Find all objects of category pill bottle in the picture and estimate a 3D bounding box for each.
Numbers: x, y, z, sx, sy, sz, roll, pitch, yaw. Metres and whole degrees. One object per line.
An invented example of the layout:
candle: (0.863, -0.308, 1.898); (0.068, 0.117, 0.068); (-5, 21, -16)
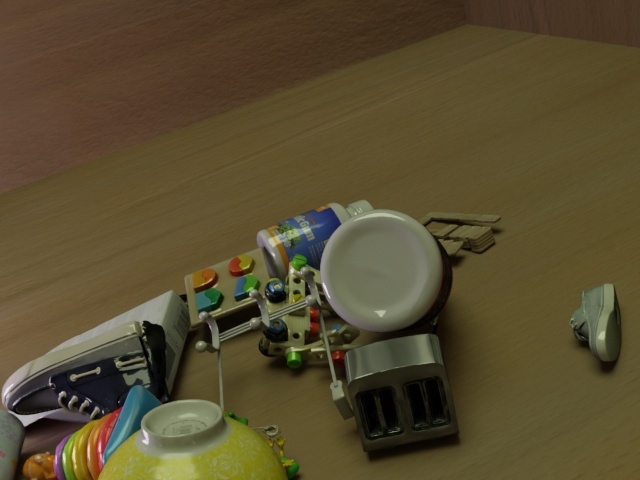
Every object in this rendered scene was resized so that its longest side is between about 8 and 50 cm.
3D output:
pill bottle: (0.000, 0.000, 2.015); (0.272, 0.152, 0.152); (-23, 26, -15)
pill bottle: (0.137, 0.064, 1.584); (0.210, 0.210, 0.363); (-9, -7, 13)

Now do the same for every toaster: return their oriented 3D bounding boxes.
toaster: (0.133, 0.244, 1.398); (0.168, 0.185, 0.110); (-12, 21, 4)

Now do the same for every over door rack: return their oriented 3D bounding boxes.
over door rack: (-0.093, 0.206, 1.532); (0.240, 0.108, 0.324); (-23, 45, 7)

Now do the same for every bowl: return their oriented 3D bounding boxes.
bowl: (-0.189, 0.320, 1.208); (0.290, 0.156, 0.289); (-4, 15, 1)

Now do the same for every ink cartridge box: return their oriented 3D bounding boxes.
ink cartridge box: (-0.470, 0.285, 1.802); (0.385, 0.091, 0.308); (-27, 23, 13)

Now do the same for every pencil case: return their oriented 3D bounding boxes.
pencil case: (-0.606, 0.415, 1.513); (0.124, 0.113, 0.273); (15, 22, -16)

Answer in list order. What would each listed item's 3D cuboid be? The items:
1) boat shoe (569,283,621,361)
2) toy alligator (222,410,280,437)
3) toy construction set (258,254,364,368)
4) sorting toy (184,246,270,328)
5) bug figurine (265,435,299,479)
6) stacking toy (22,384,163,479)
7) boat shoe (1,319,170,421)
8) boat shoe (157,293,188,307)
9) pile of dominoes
boat shoe: (0.493, 0.151, 1.536); (0.081, 0.079, 0.227); (-13, 18, 26)
toy alligator: (-0.163, 0.304, 1.416); (0.190, 0.051, 0.056); (-5, 34, 10)
toy construction set: (-0.011, 0.153, 1.733); (0.215, 0.151, 0.327); (7, 30, -9)
sorting toy: (-0.209, 0.097, 1.898); (0.193, 0.038, 0.208); (-21, 33, 0)
bug figurine: (-0.130, 0.409, 1.326); (0.216, 0.072, 0.279); (-12, 22, -6)
stacking toy: (-0.397, 0.380, 1.471); (0.302, 0.165, 0.175); (-16, 36, 24)
boat shoe: (-0.432, 0.281, 1.563); (0.341, 0.127, 0.158); (-27, 56, 11)
boat shoe: (-0.349, 0.157, 1.972); (0.219, 0.070, 0.077); (-14, 25, 0)
pile of dominoes: (0.294, -0.006, 2.031); (0.196, 0.040, 0.251); (-32, 22, -31)
